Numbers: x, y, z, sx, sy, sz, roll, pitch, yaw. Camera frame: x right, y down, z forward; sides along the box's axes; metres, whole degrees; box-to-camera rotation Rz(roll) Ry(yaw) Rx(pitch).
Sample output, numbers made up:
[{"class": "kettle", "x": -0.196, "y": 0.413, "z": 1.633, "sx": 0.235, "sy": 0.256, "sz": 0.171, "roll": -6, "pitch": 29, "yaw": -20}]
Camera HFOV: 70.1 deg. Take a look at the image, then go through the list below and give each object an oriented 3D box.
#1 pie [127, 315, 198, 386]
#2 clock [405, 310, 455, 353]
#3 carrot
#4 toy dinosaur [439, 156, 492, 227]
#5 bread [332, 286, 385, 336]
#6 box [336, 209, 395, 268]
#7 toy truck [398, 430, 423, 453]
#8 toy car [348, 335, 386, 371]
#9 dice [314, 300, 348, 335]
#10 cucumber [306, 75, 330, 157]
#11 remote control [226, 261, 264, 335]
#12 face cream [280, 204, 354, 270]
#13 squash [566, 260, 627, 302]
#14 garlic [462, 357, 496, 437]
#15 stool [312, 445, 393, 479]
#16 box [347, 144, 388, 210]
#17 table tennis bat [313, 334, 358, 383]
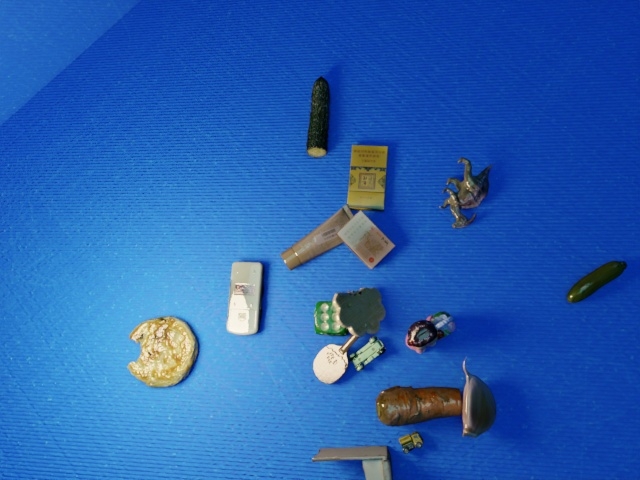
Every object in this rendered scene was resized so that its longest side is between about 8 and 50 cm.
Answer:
[{"class": "pie", "x": -0.640, "y": 0.449, "z": 1.850, "sx": 0.302, "sy": 0.067, "sz": 0.303, "roll": -2, "pitch": 76, "yaw": 9}, {"class": "clock", "x": 0.398, "y": 0.330, "z": 1.662, "sx": 0.194, "sy": 0.195, "sz": 0.100, "roll": -32, "pitch": 72, "yaw": 2}, {"class": "carrot", "x": 0.351, "y": 0.594, "z": 1.644, "sx": 0.301, "sy": 0.139, "sz": 0.139, "roll": -1, "pitch": 77, "yaw": 1}, {"class": "toy dinosaur", "x": 0.575, "y": -0.194, "z": 1.819, "sx": 0.162, "sy": 0.077, "sz": 0.294, "roll": 27, "pitch": 97, "yaw": 9}, {"class": "bread", "x": 0.149, "y": 0.270, "z": 1.717, "sx": 0.039, "sy": 0.250, "sz": 0.182, "roll": -26, "pitch": 74, "yaw": 48}, {"class": "box", "x": 0.178, "y": -0.003, "z": 1.814, "sx": 0.201, "sy": 0.058, "sz": 0.141, "roll": 44, "pitch": 87, "yaw": 0}, {"class": "toy truck", "x": 0.331, "y": 0.730, "z": 1.656, "sx": 0.083, "sy": 0.049, "sz": 0.054, "roll": -25, "pitch": 74, "yaw": 3}, {"class": "toy car", "x": 0.179, "y": 0.432, "z": 1.742, "sx": 0.143, "sy": 0.054, "sz": 0.073, "roll": -41, "pitch": 74, "yaw": 5}, {"class": "dice", "x": 0.045, "y": 0.301, "z": 1.756, "sx": 0.130, "sy": 0.120, "sz": 0.128, "roll": 2, "pitch": 77, "yaw": 7}, {"class": "cucumber", "x": -0.009, "y": -0.542, "z": 1.972, "sx": 0.096, "sy": 0.096, "sz": 0.360, "roll": 0, "pitch": 75, "yaw": 8}, {"class": "remote control", "x": -0.301, "y": 0.234, "z": 1.854, "sx": 0.140, "sy": 0.056, "sz": 0.297, "roll": 0, "pitch": 79, "yaw": 10}, {"class": "face cream", "x": 0.000, "y": 0.000, "z": 1.855, "sx": 0.341, "sy": 0.084, "sz": 0.137, "roll": -32, "pitch": 91, "yaw": -4}, {"class": "squash", "x": 1.017, "y": 0.144, "z": 1.680, "sx": 0.258, "sy": 0.069, "sz": 0.069, "roll": -34, "pitch": 75, "yaw": 0}, {"class": "garlic", "x": 0.550, "y": 0.552, "z": 1.616, "sx": 0.128, "sy": 0.148, "sz": 0.267, "roll": -7, "pitch": 70, "yaw": 13}, {"class": "stool", "x": 0.121, "y": 0.866, "z": 1.593, "sx": 0.269, "sy": 0.170, "sz": 0.244, "roll": -5, "pitch": 76, "yaw": 7}, {"class": "box", "x": 0.197, "y": -0.262, "z": 1.904, "sx": 0.153, "sy": 0.041, "sz": 0.279, "roll": 4, "pitch": 78, "yaw": 8}, {"class": "table tennis bat", "x": 0.065, "y": 0.444, "z": 1.746, "sx": 0.234, "sy": 0.022, "sz": 0.131, "roll": -49, "pitch": 62, "yaw": 10}]
